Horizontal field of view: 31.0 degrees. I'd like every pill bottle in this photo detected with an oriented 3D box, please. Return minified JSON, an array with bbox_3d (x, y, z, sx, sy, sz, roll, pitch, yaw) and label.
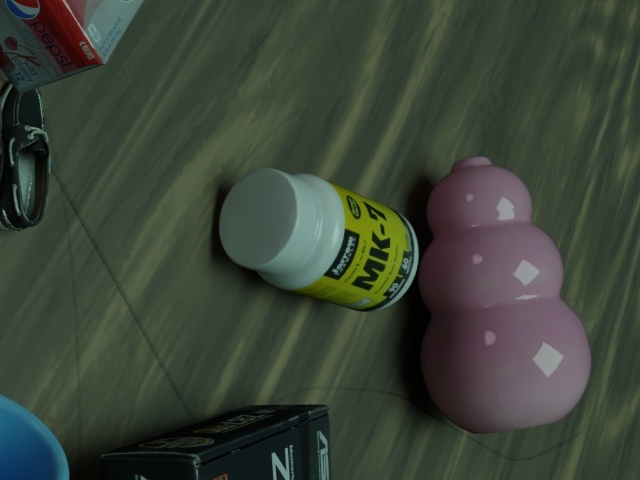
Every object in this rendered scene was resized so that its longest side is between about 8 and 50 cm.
[{"bbox_3d":[0.000,0.000,1.175,0.208,0.119,0.119,19,72,-52],"label":"pill bottle"}]

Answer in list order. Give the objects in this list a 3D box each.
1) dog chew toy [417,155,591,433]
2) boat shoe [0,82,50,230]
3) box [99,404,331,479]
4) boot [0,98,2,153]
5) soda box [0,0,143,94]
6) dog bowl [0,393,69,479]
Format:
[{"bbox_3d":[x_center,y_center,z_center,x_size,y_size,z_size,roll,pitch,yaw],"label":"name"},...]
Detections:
[{"bbox_3d":[0.212,0.062,1.408,0.207,0.207,0.331,2,78,-54],"label":"dog chew toy"},{"bbox_3d":[-0.235,-0.070,0.920,0.046,0.038,0.125,23,69,-52],"label":"boat shoe"},{"bbox_3d":[-0.074,0.355,0.999,0.318,0.097,0.394,6,82,-73],"label":"box"},{"bbox_3d":[-0.277,-0.043,0.693,0.091,0.229,0.263,-15,99,-54],"label":"boot"},{"bbox_3d":[-0.184,-0.230,0.917,0.092,0.083,0.263,59,29,-32],"label":"soda box"},{"bbox_3d":[-0.282,0.164,0.715,0.297,0.166,0.074,-2,127,-55],"label":"dog bowl"}]
